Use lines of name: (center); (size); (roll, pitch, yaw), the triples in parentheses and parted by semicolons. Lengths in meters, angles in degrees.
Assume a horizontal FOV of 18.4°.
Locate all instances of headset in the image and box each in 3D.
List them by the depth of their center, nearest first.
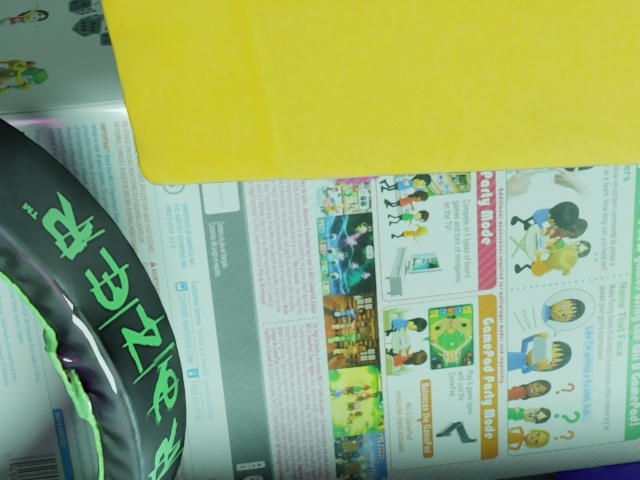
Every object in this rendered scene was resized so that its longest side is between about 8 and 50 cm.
headset: (-0.247, 0.070, 0.759); (0.394, 0.185, 0.243); (-7, 120, 28)

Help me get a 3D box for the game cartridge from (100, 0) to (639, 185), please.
game cartridge: (0.073, -0.157, 0.560); (0.324, 0.052, 0.285); (-2, 115, 19)

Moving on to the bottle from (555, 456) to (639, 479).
bottle: (0.203, 0.175, 0.998); (0.118, 0.092, 0.283); (-19, 126, 7)

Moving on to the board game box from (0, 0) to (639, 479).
board game box: (0.000, 0.000, 0.842); (0.303, 0.097, 0.224); (-6, 127, -3)
